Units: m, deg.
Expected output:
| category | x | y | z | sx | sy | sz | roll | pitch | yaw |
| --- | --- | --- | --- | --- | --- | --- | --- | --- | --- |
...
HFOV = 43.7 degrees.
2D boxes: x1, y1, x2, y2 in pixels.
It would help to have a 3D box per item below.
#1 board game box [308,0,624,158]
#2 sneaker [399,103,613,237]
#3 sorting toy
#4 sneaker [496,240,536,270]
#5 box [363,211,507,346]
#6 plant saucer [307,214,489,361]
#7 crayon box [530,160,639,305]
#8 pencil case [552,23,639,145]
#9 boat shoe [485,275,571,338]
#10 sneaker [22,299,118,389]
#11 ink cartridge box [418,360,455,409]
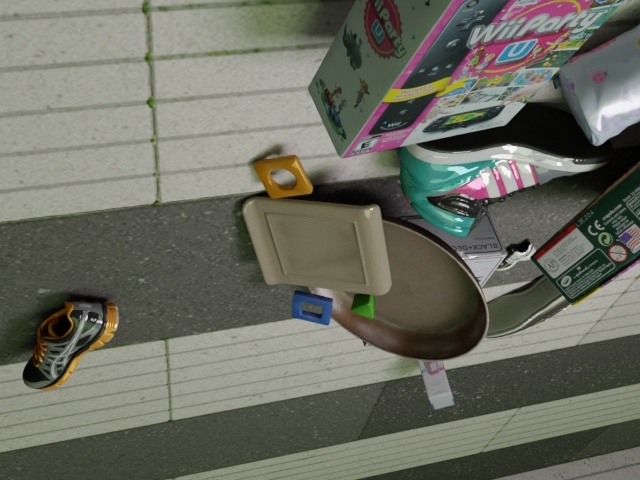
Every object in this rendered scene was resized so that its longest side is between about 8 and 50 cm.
| category | x | y | z | sx | sy | sz | roll | pitch | yaw |
| --- | --- | --- | --- | --- | --- | --- | --- | --- | --- |
| board game box | 0.145 | -0.206 | 0.762 | 0.223 | 0.098 | 0.303 | -15 | 162 | -24 |
| sneaker | 0.240 | -0.085 | 1.107 | 0.295 | 0.124 | 0.178 | 1 | 141 | -12 |
| sorting toy | 0.000 | 0.000 | 1.153 | 0.195 | 0.047 | 0.348 | 3 | 138 | 16 |
| sneaker | 0.344 | 0.025 | 1.436 | 0.083 | 0.032 | 0.037 | -26 | 134 | 7 |
| box | 0.179 | 0.072 | 1.371 | 0.169 | 0.087 | 0.290 | -5 | 148 | -18 |
| plant saucer | 0.115 | 0.067 | 1.230 | 0.310 | 0.050 | 0.311 | 20 | 140 | 17 |
| crayon box | 0.510 | -0.091 | 1.128 | 0.313 | 0.106 | 0.363 | -28 | 165 | -45 |
| pencil case | 0.437 | -0.223 | 0.994 | 0.273 | 0.114 | 0.124 | -27 | 153 | 17 |
| boat shoe | 0.415 | 0.138 | 1.595 | 0.227 | 0.081 | 0.068 | -31 | 142 | 19 |
| sneaker | -0.407 | 0.156 | 1.244 | 0.215 | 0.084 | 0.083 | -42 | 138 | 22 |
| ink cartridge box | 0.246 | 0.291 | 1.724 | 0.052 | 0.123 | 0.088 | -16 | 149 | 7 |
